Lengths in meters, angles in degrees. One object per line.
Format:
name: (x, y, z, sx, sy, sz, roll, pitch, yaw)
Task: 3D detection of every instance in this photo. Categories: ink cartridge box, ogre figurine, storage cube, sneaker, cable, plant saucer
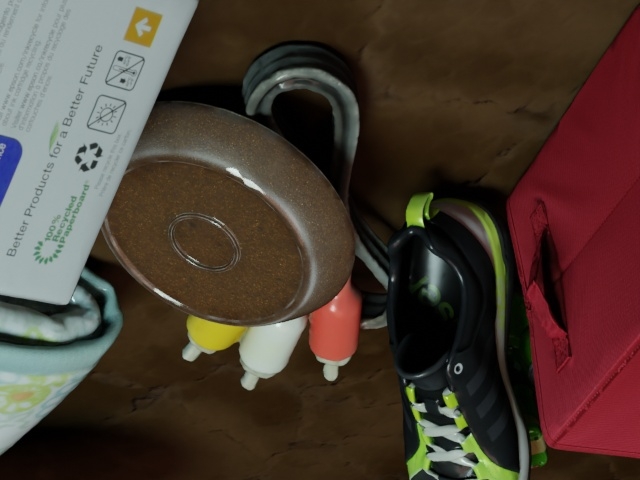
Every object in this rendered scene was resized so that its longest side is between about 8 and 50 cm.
ink cartridge box: (-0.232, -0.082, 0.821, 0.371, 0.069, 0.176, 12, 106, -48)
ogre figurine: (0.119, 0.109, 1.266, 0.097, 0.118, 0.197, 0, 146, -5)
storage cube: (0.239, 0.003, 1.060, 0.215, 0.184, 0.193, 7, 144, -17)
sneaker: (0.069, 0.085, 1.141, 0.084, 0.235, 0.097, -1, -172, 32)
cable: (0.000, 0.000, 1.119, 0.139, 0.072, 0.287, 6, 146, -8)
plant saucer: (-0.063, -0.007, 1.076, 0.168, 0.029, 0.168, 16, 137, 15)

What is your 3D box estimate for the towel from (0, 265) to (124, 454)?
towel: (-0.360, 0.077, 1.184, 0.374, 0.090, 0.320, 16, 145, -30)
